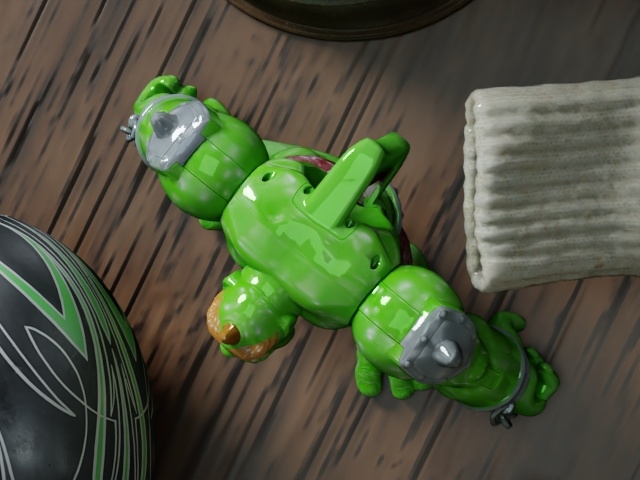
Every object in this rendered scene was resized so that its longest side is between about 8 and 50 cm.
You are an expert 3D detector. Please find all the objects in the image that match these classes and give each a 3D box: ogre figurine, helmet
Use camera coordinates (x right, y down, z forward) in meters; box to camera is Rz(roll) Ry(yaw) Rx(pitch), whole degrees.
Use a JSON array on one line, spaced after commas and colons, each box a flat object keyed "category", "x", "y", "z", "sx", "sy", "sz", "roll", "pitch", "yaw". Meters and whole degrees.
[{"category": "ogre figurine", "x": 0.000, "y": 0.000, "z": 0.677, "sx": 0.097, "sy": 0.118, "sz": 0.197, "roll": -33, "pitch": 82, "yaw": 6}, {"category": "helmet", "x": -0.141, "y": 0.071, "z": 0.675, "sx": 0.162, "sy": 0.169, "sz": 0.169, "roll": 9, "pitch": 89, "yaw": 26}]

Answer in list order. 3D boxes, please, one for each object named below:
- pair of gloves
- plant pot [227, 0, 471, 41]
[{"category": "pair of gloves", "x": 0.151, "y": -0.097, "z": 0.642, "sx": 0.204, "sy": 0.042, "sz": 0.240, "roll": 0, "pitch": 101, "yaw": -25}, {"category": "plant pot", "x": -0.001, "y": -0.168, "z": 0.661, "sx": 0.167, "sy": 0.165, "sz": 0.167, "roll": 0, "pitch": 87, "yaw": 10}]
